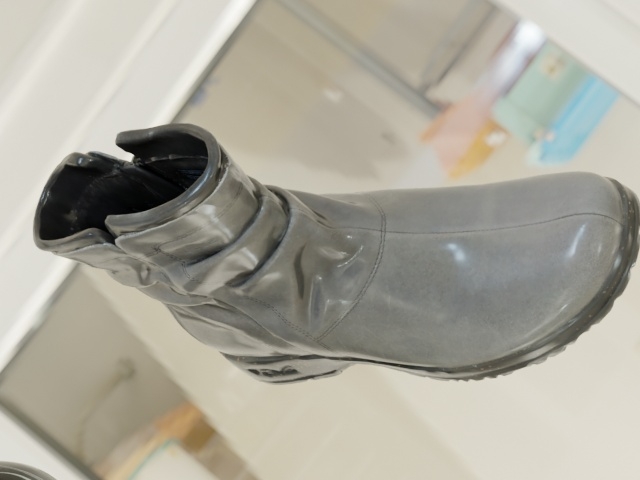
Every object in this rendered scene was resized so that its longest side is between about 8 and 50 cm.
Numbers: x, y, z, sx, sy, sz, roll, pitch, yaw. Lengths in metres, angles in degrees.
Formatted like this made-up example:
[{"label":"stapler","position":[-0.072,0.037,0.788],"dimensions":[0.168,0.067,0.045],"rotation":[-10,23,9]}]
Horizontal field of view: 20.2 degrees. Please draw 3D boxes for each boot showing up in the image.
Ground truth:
[{"label":"boot","position":[0.000,0.000,1.073],"dimensions":[0.338,0.223,0.118],"rotation":[-17,-126,35]}]

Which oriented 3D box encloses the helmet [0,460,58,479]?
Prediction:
[{"label":"helmet","position":[-0.322,0.315,1.882],"dimensions":[0.169,0.161,0.169],"rotation":[-33,132,-48]}]
